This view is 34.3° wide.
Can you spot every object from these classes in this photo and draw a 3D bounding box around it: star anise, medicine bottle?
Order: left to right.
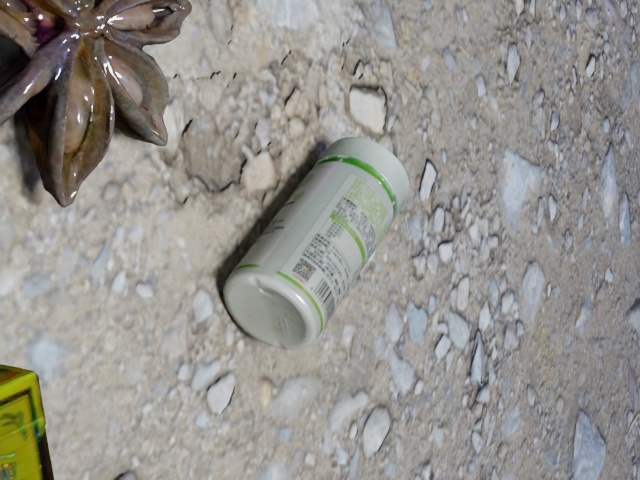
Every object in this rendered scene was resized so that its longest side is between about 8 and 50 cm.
[{"bbox_3d":[-0.150,-0.137,0.648,0.197,0.073,0.212,-29,118,-47],"label":"star anise"},{"bbox_3d":[0.000,0.000,0.860,0.183,0.086,0.086,-54,133,-39],"label":"medicine bottle"}]

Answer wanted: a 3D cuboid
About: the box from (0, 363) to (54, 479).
[{"bbox_3d":[-0.213,0.195,0.585,0.141,0.064,0.220,-21,107,-52],"label":"box"}]
